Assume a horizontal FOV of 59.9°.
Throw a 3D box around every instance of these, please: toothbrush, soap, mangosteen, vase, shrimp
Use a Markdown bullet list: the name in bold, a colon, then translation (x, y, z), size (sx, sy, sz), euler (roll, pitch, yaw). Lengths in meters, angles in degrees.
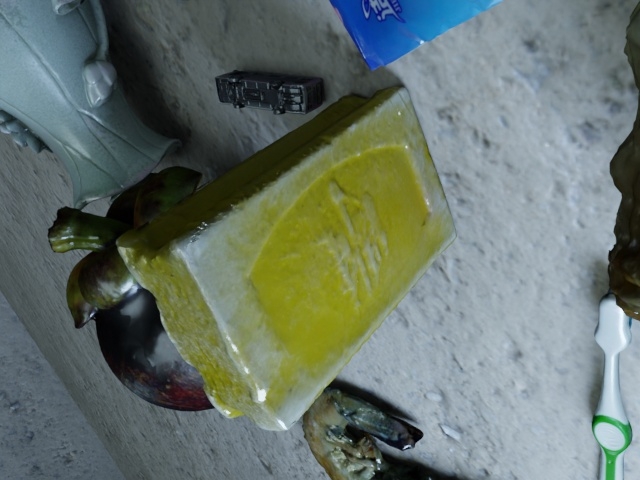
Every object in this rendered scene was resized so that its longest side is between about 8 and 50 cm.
- **toothbrush**: translation (0.322, 0.219, 0.617), size (0.042, 0.040, 0.418), euler (9, 128, 37)
- **soap**: translation (0.000, 0.000, 0.517), size (0.091, 0.315, 0.199), euler (-5, 117, 45)
- **mangosteen**: translation (-0.155, 0.063, 0.733), size (0.330, 0.330, 0.330), euler (25, 136, 27)
- **vase**: translation (-0.379, -0.251, 0.745), size (0.250, 0.250, 0.445), euler (-11, 117, 48)
- **shrimp**: translation (0.129, 0.367, 0.906), size (0.445, 0.085, 0.272), euler (4, 119, 47)

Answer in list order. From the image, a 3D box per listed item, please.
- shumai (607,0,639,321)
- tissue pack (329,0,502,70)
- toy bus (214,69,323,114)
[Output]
- **shumai**: translation (0.298, -0.087, 0.285), size (0.346, 0.217, 0.283), euler (-39, 50, 51)
- **tissue pack**: translation (0.048, -0.274, 0.366), size (0.209, 0.137, 0.269), euler (-9, 121, 53)
- **toy bus**: translation (-0.060, -0.173, 0.639), size (0.131, 0.052, 0.037), euler (16, 127, 32)
